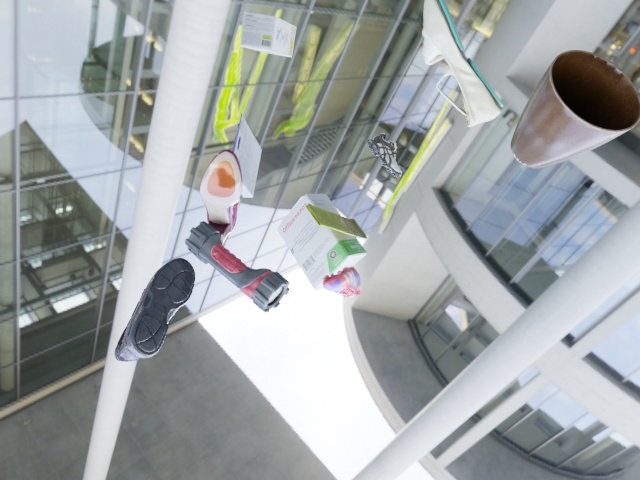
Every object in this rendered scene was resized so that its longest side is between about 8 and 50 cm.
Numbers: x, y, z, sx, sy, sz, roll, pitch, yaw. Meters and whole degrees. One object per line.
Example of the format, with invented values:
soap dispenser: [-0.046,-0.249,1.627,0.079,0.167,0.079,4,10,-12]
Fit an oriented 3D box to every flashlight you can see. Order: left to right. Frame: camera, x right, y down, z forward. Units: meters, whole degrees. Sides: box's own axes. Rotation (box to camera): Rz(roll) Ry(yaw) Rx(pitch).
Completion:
flashlight: [-0.220,0.060,1.231,0.304,0.103,0.103,38,-116,19]

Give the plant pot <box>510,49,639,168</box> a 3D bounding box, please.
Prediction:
plant pot: [0.549,-0.270,1.083,0.216,0.230,0.215,5,-115,-12]

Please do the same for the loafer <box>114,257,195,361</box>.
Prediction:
loafer: [-0.394,0.156,1.114,0.109,0.095,0.302,51,-152,-26]

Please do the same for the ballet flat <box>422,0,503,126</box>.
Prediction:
ballet flat: [0.226,-0.308,0.819,0.248,0.086,0.086,56,-144,-9]

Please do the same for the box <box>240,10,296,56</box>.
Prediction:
box: [-0.166,-0.669,1.539,0.114,0.103,0.203,15,-161,12]

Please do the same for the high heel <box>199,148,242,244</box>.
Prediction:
high heel: [-0.309,-0.158,1.498,0.127,0.377,0.181,16,-140,-9]

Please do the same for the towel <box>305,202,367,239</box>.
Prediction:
towel: [0.058,-0.060,1.547,0.237,0.021,0.102,16,-151,-45]

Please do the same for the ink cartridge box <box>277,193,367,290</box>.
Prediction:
ink cartridge box: [0.000,0.000,1.710,0.122,0.211,0.289,-7,-123,-49]

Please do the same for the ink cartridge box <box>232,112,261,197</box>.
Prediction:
ink cartridge box: [-0.282,-0.303,1.699,0.045,0.224,0.223,0,-115,13]

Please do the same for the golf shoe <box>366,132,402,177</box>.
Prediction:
golf shoe: [0.264,-0.332,1.806,0.198,0.094,0.077,55,-175,16]

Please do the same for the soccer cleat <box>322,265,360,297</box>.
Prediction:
soccer cleat: [0.072,0.129,1.359,0.095,0.083,0.248,67,-167,5]
